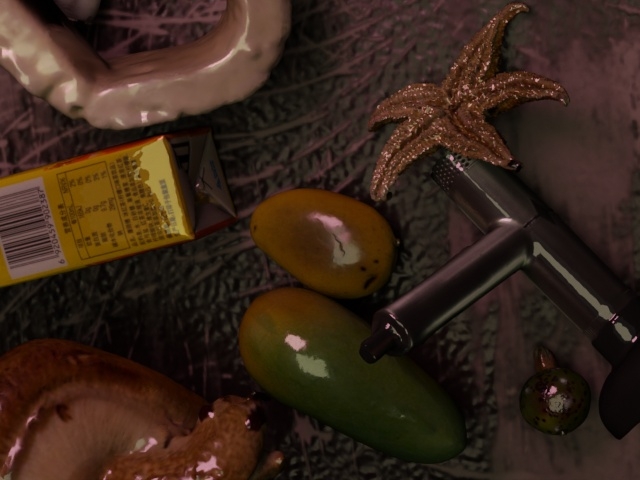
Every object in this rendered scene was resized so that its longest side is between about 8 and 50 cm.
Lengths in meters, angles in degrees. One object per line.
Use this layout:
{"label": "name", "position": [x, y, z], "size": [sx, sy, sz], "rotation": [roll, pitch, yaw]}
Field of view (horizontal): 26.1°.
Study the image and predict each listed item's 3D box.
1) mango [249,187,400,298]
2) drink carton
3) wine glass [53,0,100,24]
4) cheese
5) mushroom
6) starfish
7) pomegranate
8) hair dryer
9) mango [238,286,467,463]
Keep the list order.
{"label": "mango", "position": [0.000, 0.000, 1.394], "size": [0.161, 0.076, 0.103], "rotation": [20, 104, 19]}
{"label": "drink carton", "position": [-0.279, -0.020, 1.419], "size": [0.351, 0.154, 0.111], "rotation": [-14, 94, 16]}
{"label": "wine glass", "position": [-0.236, -0.305, 1.408], "size": [0.072, 0.072, 0.155], "rotation": [25, 103, 9]}
{"label": "cheese", "position": [-0.192, -0.260, 1.311], "size": [0.292, 0.153, 0.332], "rotation": [-36, 106, 4]}
{"label": "mushroom", "position": [-0.216, 0.248, 1.349], "size": [0.259, 0.345, 0.345], "rotation": [-10, 98, 54]}
{"label": "starfish", "position": [0.136, -0.128, 1.313], "size": [0.227, 0.043, 0.240], "rotation": [22, 77, 45]}
{"label": "pomegranate", "position": [0.232, 0.149, 1.358], "size": [0.073, 0.073, 0.085], "rotation": [2, 94, 14]}
{"label": "hair dryer", "position": [0.181, 0.084, 1.281], "size": [0.320, 0.156, 0.284], "rotation": [38, 65, 9]}
{"label": "mango", "position": [0.034, 0.134, 1.367], "size": [0.251, 0.156, 0.114], "rotation": [27, 80, -2]}
